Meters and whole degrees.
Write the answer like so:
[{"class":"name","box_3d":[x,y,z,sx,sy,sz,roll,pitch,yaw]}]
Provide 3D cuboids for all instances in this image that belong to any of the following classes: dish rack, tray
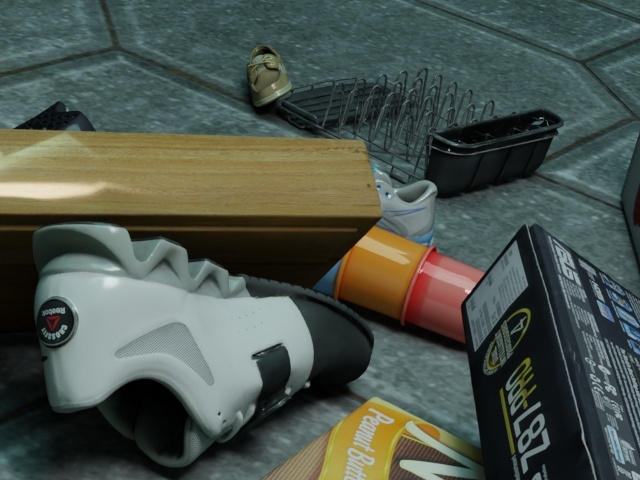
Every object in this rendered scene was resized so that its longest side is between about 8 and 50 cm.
[{"class":"dish rack","box_3d":[0.102,-0.136,1.872,0.271,0.074,0.208,29,27,33]},{"class":"tray","box_3d":[-0.182,0.000,1.255,0.411,0.203,0.076,1,63,-28]}]

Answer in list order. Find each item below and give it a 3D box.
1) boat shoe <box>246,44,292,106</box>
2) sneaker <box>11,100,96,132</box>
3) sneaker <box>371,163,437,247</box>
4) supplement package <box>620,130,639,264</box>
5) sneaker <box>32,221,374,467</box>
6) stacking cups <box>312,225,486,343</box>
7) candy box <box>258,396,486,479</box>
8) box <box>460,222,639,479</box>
[{"class":"boat shoe","box_3d":[-0.063,-0.186,1.911,0.050,0.045,0.135,-27,19,3]},{"class":"sneaker","box_3d":[-0.237,-0.061,1.538,0.084,0.097,0.235,-32,16,-10]},{"class":"sneaker","box_3d":[0.024,-0.034,1.590,0.191,0.083,0.071,0,28,-26]},{"class":"supplement package","box_3d":[0.419,-0.050,1.713,0.175,0.177,0.293,12,23,-1]},{"class":"sneaker","box_3d":[-0.083,0.094,1.224,0.122,0.146,0.330,-10,-18,38]},{"class":"stacking cups","box_3d":[0.000,0.000,1.479,0.316,0.096,0.096,18,24,13]},{"class":"candy box","box_3d":[0.029,0.214,1.020,0.183,0.087,0.316,25,25,22]},{"class":"box","box_3d":[0.247,0.171,1.070,0.318,0.097,0.395,32,18,-12]}]
